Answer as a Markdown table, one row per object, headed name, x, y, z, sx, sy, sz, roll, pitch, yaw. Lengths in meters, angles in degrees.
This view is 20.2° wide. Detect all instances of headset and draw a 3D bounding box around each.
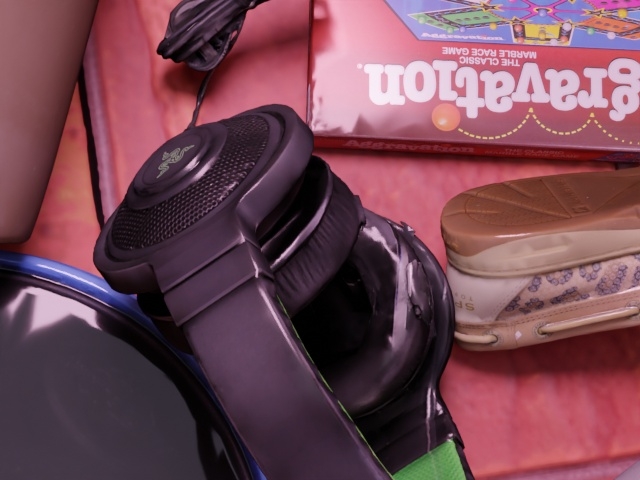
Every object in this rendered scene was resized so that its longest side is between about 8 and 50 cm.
| name | x | y | z | sx | sy | sz | roll | pitch | yaw |
| --- | --- | --- | --- | --- | --- | --- | --- | --- | --- |
| headset | 0.000 | 0.000 | 0.966 | 0.185 | 0.243 | 0.394 | -34 | 53 | 10 |

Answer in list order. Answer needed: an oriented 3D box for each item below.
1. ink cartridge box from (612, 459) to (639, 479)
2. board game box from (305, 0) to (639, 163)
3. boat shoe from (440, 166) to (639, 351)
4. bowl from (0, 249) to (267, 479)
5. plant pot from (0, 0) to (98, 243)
| name | x | y | z | sx | sy | sz | roll | pitch | yaw |
| --- | --- | --- | --- | --- | --- | --- | --- | --- | --- |
| ink cartridge box | 0.209 | 0.285 | 0.933 | 0.223 | 0.129 | 0.307 | -33 | 86 | -19 |
| board game box | 0.133 | -0.122 | 1.121 | 0.281 | 0.027 | 0.145 | 2 | 75 | -4 |
| boat shoe | 0.212 | 0.007 | 1.064 | 0.285 | 0.104 | 0.089 | -4 | 114 | -2 |
| bowl | -0.201 | 0.188 | 0.977 | 0.391 | 0.077 | 0.391 | 1 | 74 | -4 |
| plant pot | -0.248 | -0.138 | 0.973 | 0.323 | 0.323 | 0.280 | 0 | 91 | -5 |
